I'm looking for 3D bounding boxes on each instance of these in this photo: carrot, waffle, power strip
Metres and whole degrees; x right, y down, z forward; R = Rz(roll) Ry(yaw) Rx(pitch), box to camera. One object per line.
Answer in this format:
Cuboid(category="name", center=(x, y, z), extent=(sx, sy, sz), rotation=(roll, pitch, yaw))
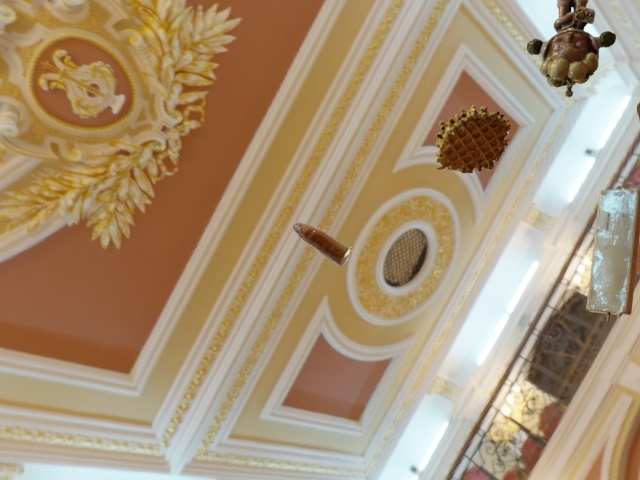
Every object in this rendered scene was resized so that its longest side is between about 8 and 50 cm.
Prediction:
Cuboid(category="carrot", center=(0.000, 0.000, 1.283), extent=(0.048, 0.139, 0.048), rotation=(-51, -14, -19))
Cuboid(category="waffle", center=(0.403, -0.264, 1.579), extent=(0.197, 0.070, 0.193), rotation=(-4, -48, -2))
Cuboid(category="power strip", center=(0.779, 0.035, 1.579), extent=(0.043, 0.106, 0.367), rotation=(19, -102, -41))

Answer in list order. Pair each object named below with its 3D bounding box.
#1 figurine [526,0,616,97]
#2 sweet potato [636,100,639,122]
Cuboid(category="figurine", center=(0.447, -0.359, 1.066), extent=(0.093, 0.147, 0.197), rotation=(19, -106, -64))
Cuboid(category="sweet potato", center=(0.765, -0.210, 1.270), extent=(0.158, 0.158, 0.369), rotation=(20, -114, -41))
